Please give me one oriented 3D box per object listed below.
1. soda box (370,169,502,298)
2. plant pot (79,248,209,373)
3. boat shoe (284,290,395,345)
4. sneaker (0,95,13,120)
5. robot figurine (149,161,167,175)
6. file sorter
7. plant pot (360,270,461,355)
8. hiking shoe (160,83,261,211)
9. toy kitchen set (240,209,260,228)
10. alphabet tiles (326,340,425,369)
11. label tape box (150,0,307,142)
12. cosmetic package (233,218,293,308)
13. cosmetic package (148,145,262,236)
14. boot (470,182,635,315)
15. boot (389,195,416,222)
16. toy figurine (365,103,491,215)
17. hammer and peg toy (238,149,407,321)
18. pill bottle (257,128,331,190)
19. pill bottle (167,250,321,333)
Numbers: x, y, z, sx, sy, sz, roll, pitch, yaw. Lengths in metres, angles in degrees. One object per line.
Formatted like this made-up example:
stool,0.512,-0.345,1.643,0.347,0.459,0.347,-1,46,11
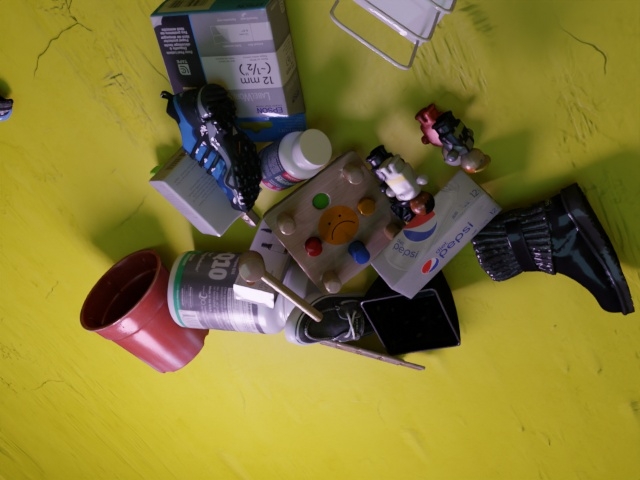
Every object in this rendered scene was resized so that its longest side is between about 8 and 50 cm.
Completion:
soda box,0.249,-0.010,1.540,0.286,0.091,0.098,-47,142,12
plant pot,-0.463,0.211,1.946,0.273,0.272,0.265,-17,129,28
boat shoe,0.059,0.184,1.717,0.119,0.335,0.121,15,107,40
sneaker,-0.822,-0.367,1.705,0.188,0.067,0.078,35,109,-10
robot figurine,-0.354,-0.152,1.723,0.115,0.067,0.101,10,118,9
file sorter,0.166,-0.468,1.233,0.193,0.173,0.277,33,131,-9
plant pot,0.229,0.147,1.722,0.188,0.167,0.187,-14,123,25
hiking shoe,-0.220,-0.193,1.505,0.132,0.113,0.304,2,129,27
toy kitchen set,-0.213,-0.045,1.766,0.083,0.068,0.075,-27,117,33
alphabet tiles,0.102,0.293,1.869,0.343,0.011,0.285,14,170,6
label tape box,-0.179,-0.334,1.490,0.249,0.115,0.347,2,127,16
cosmetic package,-0.124,0.045,1.697,0.099,0.239,0.060,11,137,8
cosmetic package,-0.265,-0.125,1.626,0.183,0.151,0.151,47,165,-21
boot,0.514,0.055,1.577,0.260,0.131,0.348,-27,106,25
boot,0.210,-0.075,1.590,0.121,0.099,0.045,38,129,-15
toy figurine,0.217,-0.156,1.431,0.213,0.209,0.148,-40,107,3
hammer and peg toy,0.000,0.000,1.603,0.361,0.127,0.266,-38,115,2
pill bottle,-0.059,-0.178,1.546,0.108,0.108,0.180,43,150,-18
pill bottle,-0.187,0.133,1.816,0.361,0.204,0.204,2,129,15
